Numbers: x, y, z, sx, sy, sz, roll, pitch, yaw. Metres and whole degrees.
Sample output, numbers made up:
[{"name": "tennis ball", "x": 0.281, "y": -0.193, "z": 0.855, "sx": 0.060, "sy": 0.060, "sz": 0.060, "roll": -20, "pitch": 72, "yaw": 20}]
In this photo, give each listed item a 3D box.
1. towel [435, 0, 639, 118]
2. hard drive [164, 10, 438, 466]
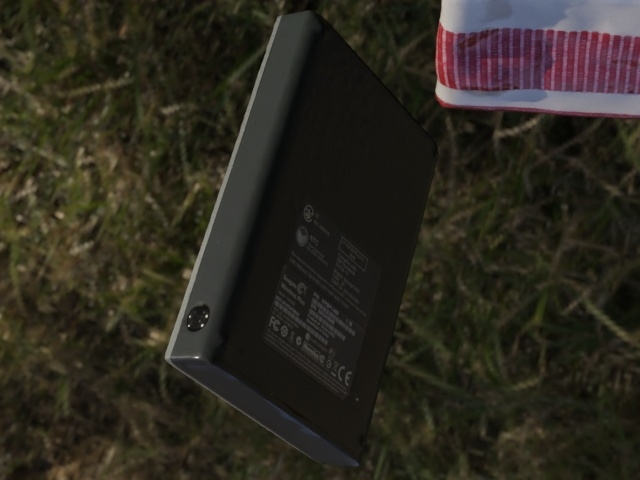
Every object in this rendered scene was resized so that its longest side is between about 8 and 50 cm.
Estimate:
[{"name": "towel", "x": 0.200, "y": -0.163, "z": 0.848, "sx": 0.237, "sy": 0.037, "sz": 0.329, "roll": 5, "pitch": 158, "yaw": 3}, {"name": "hard drive", "x": 0.000, "y": 0.000, "z": 0.454, "sx": 0.022, "sy": 0.135, "sz": 0.094, "roll": -3, "pitch": 149, "yaw": 37}]
